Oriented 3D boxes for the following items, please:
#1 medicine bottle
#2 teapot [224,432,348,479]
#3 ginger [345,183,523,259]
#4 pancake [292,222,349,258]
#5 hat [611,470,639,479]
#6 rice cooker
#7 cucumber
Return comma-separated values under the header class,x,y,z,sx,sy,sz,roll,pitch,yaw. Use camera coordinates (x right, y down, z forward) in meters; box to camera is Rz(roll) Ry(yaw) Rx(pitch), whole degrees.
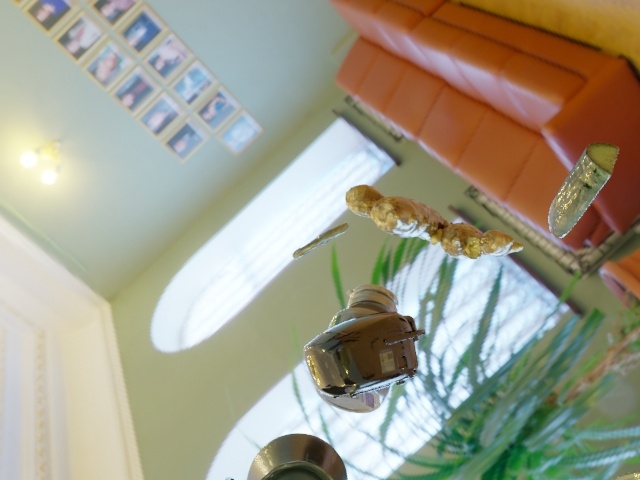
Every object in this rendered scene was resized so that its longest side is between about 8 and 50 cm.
class,x,y,z,sx,sy,sz,roll,pitch,yaw
medicine bottle,0.075,0.189,1.533,0.135,0.135,0.215,45,-135,-30
teapot,-0.053,0.398,1.344,0.203,0.171,0.225,6,173,0
ginger,0.138,-0.012,1.011,0.193,0.053,0.176,21,178,31
pancake,0.000,0.000,1.303,0.017,0.108,0.108,62,-177,0
hat,0.501,0.482,1.266,0.252,0.252,0.110,48,-148,22
rice cooker,0.073,0.181,1.355,0.142,0.203,0.118,-23,79,62
cucumber,0.503,-0.093,1.673,0.063,0.115,0.244,28,140,9
